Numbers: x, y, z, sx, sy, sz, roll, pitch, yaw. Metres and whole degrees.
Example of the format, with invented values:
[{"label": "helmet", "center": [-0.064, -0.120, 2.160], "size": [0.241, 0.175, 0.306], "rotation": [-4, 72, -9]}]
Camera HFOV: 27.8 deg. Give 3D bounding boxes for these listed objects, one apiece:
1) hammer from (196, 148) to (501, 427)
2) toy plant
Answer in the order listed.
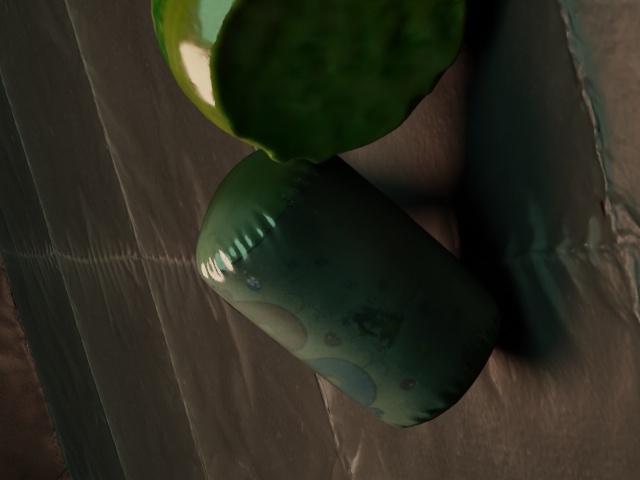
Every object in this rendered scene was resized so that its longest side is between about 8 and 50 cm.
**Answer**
[{"label": "hammer", "center": [0.000, 0.000, 0.934], "size": [0.206, 0.119, 0.335], "rotation": [41, -175, -18]}, {"label": "toy plant", "center": [-0.040, -0.215, 0.813], "size": [0.224, 0.184, 0.316], "rotation": [70, 177, -48]}]
